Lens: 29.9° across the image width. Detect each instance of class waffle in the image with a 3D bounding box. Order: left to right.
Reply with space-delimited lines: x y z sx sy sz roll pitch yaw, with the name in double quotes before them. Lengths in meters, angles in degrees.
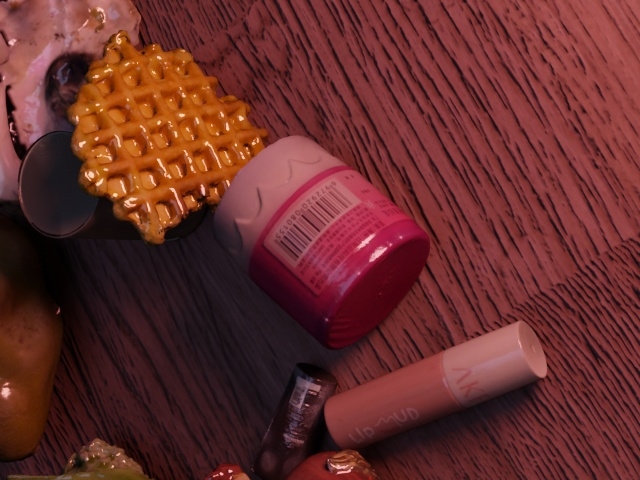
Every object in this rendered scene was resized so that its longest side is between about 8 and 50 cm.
"waffle" -0.171 -0.111 1.400 0.051 0.291 0.291 -36 73 42

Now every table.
"table" -0.247 -0.063 1.467 0.126 0.220 0.126 0 89 28

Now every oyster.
"oyster" -0.357 -0.173 1.574 0.237 0.115 0.351 1 105 -5

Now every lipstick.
"lipstick" 0.127 0.167 1.355 0.254 0.070 0.070 -26 78 25

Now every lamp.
"lamp" -0.007 0.311 1.347 0.215 0.223 0.151 57 147 9

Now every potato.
"potato" -0.449 0.124 1.583 0.218 0.202 0.351 -14 91 38

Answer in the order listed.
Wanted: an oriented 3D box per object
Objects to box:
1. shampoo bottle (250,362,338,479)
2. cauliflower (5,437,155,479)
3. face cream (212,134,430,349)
"shampoo bottle" -0.041 0.252 1.445 0.057 0.063 0.208 27 102 37
"cauliflower" -0.324 0.364 1.486 0.315 0.239 0.256 21 67 -13
"face cream" 0.000 0.000 1.364 0.195 0.175 0.175 43 108 21
